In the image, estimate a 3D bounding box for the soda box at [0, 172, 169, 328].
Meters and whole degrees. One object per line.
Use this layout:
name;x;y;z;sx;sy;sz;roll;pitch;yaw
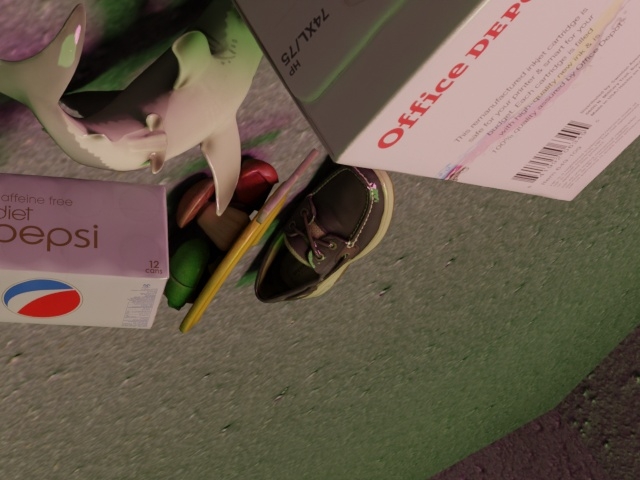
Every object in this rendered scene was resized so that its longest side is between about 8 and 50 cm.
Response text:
soda box;-0.206;0.004;0.936;0.216;0.074;0.069;4;148;-15

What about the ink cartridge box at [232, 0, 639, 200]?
ink cartridge box;0.108;-0.170;0.987;0.270;0.197;0.198;6;135;-49

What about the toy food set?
toy food set;-0.090;-0.013;1.301;0.128;0.071;0.218;-53;180;-45

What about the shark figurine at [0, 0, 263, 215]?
shark figurine;-0.138;-0.090;0.968;0.278;0.116;0.166;-24;125;-56

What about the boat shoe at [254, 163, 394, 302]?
boat shoe;-0.001;-0.001;1.458;0.073;0.080;0.223;-30;166;-37
